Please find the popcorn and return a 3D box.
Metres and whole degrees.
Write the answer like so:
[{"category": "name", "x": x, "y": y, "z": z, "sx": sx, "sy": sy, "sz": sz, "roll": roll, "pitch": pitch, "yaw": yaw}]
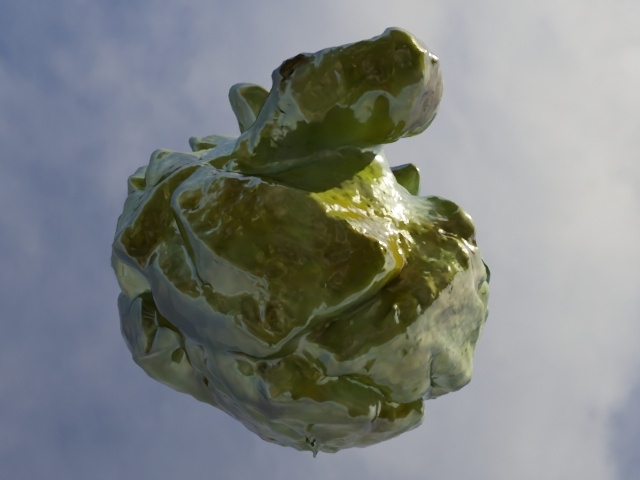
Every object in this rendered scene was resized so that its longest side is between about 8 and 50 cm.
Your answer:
[{"category": "popcorn", "x": 0.000, "y": 0.000, "z": 0.563, "sx": 0.198, "sy": 0.198, "sz": 0.212, "roll": 12, "pitch": -77, "yaw": -4}]
